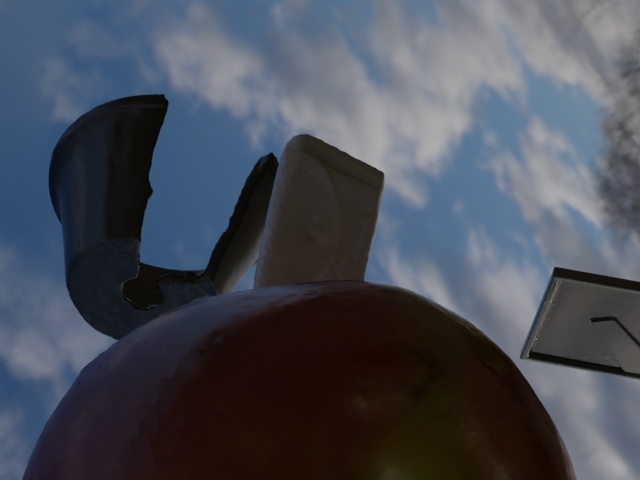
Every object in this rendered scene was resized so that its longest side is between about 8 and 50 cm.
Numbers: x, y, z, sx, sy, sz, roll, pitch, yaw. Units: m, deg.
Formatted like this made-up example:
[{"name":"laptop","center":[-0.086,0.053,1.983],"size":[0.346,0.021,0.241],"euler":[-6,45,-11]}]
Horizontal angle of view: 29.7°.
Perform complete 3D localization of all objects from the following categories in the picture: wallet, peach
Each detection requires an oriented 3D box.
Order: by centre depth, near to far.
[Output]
[{"name":"peach","center":[-0.022,0.203,0.783],"size":[0.388,0.388,0.388],"euler":[42,-157,-23]},{"name":"wallet","center":[0.000,0.000,1.132],"size":[0.124,0.032,0.183],"euler":[24,-110,-35]}]

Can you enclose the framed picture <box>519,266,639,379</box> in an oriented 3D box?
[{"name":"framed picture","center":[0.357,0.110,1.502],"size":[0.250,0.184,0.016],"euler":[89,-168,-62]}]

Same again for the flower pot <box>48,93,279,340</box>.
[{"name":"flower pot","center":[-0.249,0.007,1.815],"size":[0.379,0.379,0.251],"euler":[40,-147,-27]}]
